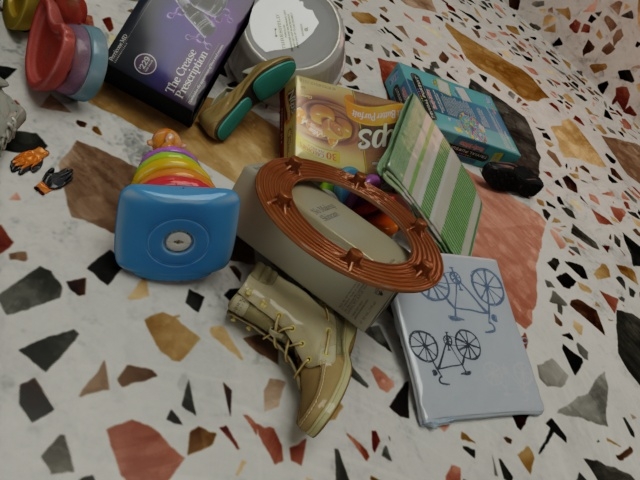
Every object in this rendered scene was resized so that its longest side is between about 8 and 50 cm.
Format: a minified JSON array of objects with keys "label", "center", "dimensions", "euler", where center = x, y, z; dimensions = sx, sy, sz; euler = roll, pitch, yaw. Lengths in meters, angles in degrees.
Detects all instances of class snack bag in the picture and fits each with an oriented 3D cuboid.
[{"label":"snack bag","center":[0.267,0.175,1.168],"dimensions":[0.323,0.037,0.342],"euler":[6,59,-33]}]

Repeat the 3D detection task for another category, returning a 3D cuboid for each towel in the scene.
[{"label":"towel","center":[0.244,-0.114,1.310],"dimensions":[0.325,0.038,0.248],"euler":[48,47,-28]}]

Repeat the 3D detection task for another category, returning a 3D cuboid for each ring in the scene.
[{"label":"ring","center":[0.056,-0.041,0.987],"dimensions":[0.336,0.032,0.336],"euler":[24,28,-14]}]

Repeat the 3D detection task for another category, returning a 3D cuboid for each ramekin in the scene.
[{"label":"ramekin","center":[-0.069,-0.435,1.351],"dimensions":[0.273,0.127,0.273],"euler":[2,77,-10]}]

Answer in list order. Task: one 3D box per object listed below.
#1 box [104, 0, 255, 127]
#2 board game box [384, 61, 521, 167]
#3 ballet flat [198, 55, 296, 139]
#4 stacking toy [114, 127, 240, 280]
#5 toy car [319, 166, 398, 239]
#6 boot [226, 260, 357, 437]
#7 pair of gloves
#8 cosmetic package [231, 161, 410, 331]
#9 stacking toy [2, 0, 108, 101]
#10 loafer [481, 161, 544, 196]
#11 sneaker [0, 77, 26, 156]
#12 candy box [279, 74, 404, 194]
[{"label":"box","center":[-0.267,-0.380,1.178],"dimensions":[0.184,0.103,0.261],"euler":[27,75,-9]},{"label":"board game box","center":[0.358,-0.332,1.693],"dimensions":[0.336,0.079,0.254],"euler":[11,47,-27]},{"label":"ballet flat","center":[-0.150,-0.298,1.228],"dimensions":[0.073,0.080,0.232],"euler":[39,76,22]},{"label":"stacking toy","center":[-0.243,-0.092,1.001],"dimensions":[0.175,0.165,0.302],"euler":[1,40,-21]},{"label":"toy car","center":[0.077,-0.066,1.197],"dimensions":[0.159,0.136,0.182],"euler":[-24,68,-46]},{"label":"boot","center":[-0.052,0.150,0.928],"dimensions":[0.203,0.095,0.262],"euler":[31,34,-10]},{"label":"pair of gloves","center":[-0.434,-0.111,0.969],"dimensions":[0.083,0.010,0.074],"euler":[38,40,-1]},{"label":"cosmetic package","center":[0.000,0.000,1.039],"dimensions":[0.309,0.113,0.160],"euler":[37,20,10]},{"label":"stacking toy","center":[-0.417,-0.412,1.072],"dimensions":[0.130,0.279,0.309],"euler":[5,48,-47]},{"label":"loafer","center":[0.506,-0.173,1.660],"dimensions":[0.223,0.076,0.078],"euler":[10,42,-35]},{"label":"sneaker","center":[-0.491,-0.168,0.919],"dimensions":[0.121,0.099,0.262],"euler":[-2,55,-42]},{"label":"candy box","center":[0.071,-0.213,1.304],"dimensions":[0.316,0.087,0.183],"euler":[8,74,-27]}]
